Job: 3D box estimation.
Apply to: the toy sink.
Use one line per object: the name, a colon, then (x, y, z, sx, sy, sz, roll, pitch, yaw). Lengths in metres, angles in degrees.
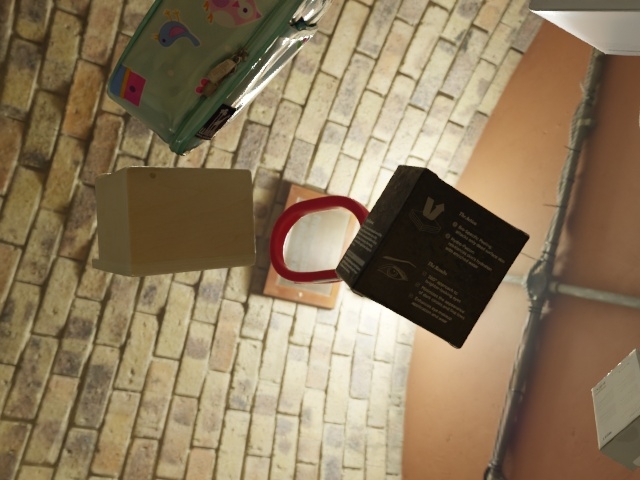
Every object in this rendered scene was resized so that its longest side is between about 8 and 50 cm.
toy sink: (-0.208, -0.029, 0.666, 0.234, 0.153, 0.131, 0, -87, 56)

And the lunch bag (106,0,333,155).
lunch bag: (-0.083, -0.213, 0.515, 0.224, 0.108, 0.279, -40, -164, 21)

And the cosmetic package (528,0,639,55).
cosmetic package: (0.318, -0.296, 0.442, 0.138, 0.224, 0.224, 23, -70, 40)

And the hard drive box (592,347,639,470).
hard drive box: (0.772, 0.409, 1.228, 0.232, 0.089, 0.181, -45, 163, -56)

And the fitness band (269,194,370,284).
fitness band: (0.000, 0.000, 1.197, 0.291, 0.054, 0.209, -7, -107, 35)

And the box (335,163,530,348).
box: (0.129, 0.017, 0.595, 0.158, 0.156, 0.093, -59, -164, 4)
